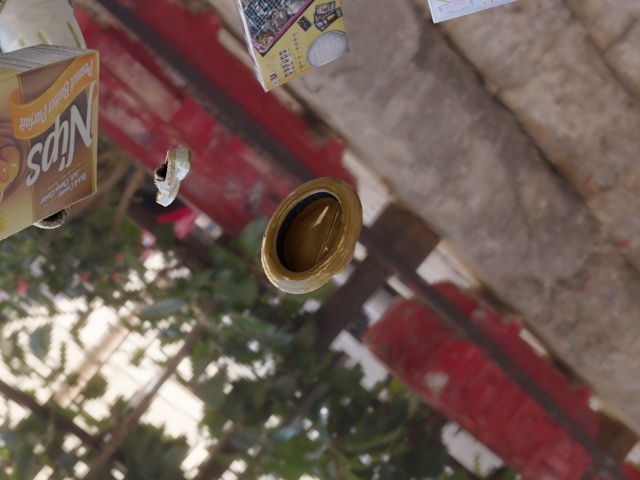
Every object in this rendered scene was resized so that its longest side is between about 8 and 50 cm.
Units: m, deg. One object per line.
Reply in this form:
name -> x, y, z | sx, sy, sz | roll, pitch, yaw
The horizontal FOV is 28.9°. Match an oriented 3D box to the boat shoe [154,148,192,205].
boat shoe -> -0.255, -0.109, 2.070 | 0.045, 0.135, 0.050 | 10, -132, -22

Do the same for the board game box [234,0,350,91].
board game box -> -0.048, -0.368, 2.024 | 0.042, 0.165, 0.243 | 58, 170, 35

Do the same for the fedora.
fedora -> 0.000, 0.000, 1.929 | 0.194, 0.194, 0.079 | 37, -178, 40

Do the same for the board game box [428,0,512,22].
board game box -> 0.314, -0.464, 1.991 | 0.318, 0.318, 0.066 | 38, -141, -78

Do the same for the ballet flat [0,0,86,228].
ballet flat -> -0.411, -0.230, 1.811 | 0.182, 0.164, 0.483 | 34, 133, 38

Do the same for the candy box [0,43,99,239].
candy box -> -0.361, -0.108, 1.403 | 0.087, 0.183, 0.316 | 10, -161, 16
